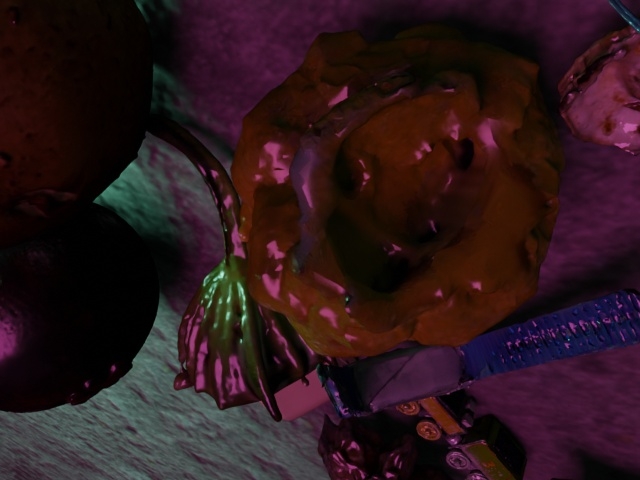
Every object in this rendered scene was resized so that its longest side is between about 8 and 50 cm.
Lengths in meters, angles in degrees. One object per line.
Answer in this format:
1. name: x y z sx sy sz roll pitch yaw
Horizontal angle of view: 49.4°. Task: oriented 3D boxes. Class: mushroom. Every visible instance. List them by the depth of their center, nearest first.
1. mushroom: -0.329 -0.161 0.694 0.331 0.356 0.334 -18 140 -4

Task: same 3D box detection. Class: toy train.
1. toy train: 0.176 0.235 0.863 0.081 0.060 0.202 -31 107 40

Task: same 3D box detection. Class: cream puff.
1. cream puff: 0.051 -0.044 0.527 0.282 0.282 0.185 18 171 21

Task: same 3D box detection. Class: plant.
1. plant: -0.111 0.046 0.786 0.251 0.180 0.333 11 135 35

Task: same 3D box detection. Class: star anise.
1. star anise: 0.091 0.339 0.951 0.236 0.109 0.223 15 141 39

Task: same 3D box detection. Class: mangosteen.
1. mangosteen: -0.378 0.050 0.911 0.347 0.307 0.307 56 139 5

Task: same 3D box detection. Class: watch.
1. watch: 0.141 0.114 0.685 0.276 0.068 0.274 -14 165 1

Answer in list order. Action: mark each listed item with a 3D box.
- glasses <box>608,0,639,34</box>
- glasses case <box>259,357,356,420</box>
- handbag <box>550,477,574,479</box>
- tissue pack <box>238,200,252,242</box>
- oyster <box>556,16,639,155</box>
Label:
1. glasses: 0.224 -0.186 0.353 0.088 0.221 0.189 14 152 -37
2. glasses case: -0.024 0.194 0.970 0.083 0.050 0.196 44 139 -4
3. handbag: 0.370 0.378 0.806 0.213 0.127 0.235 10 134 25
4. tissue pack: 0.000 0.000 0.717 0.123 0.127 0.178 -9 123 37
5. oyster: 0.289 -0.161 0.415 0.128 0.079 0.345 26 141 -20
